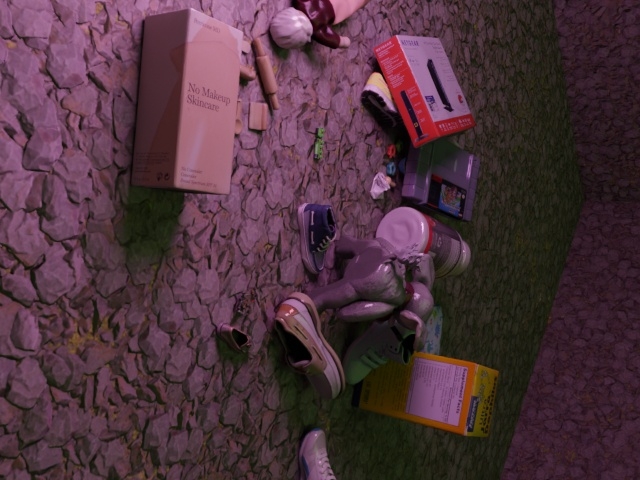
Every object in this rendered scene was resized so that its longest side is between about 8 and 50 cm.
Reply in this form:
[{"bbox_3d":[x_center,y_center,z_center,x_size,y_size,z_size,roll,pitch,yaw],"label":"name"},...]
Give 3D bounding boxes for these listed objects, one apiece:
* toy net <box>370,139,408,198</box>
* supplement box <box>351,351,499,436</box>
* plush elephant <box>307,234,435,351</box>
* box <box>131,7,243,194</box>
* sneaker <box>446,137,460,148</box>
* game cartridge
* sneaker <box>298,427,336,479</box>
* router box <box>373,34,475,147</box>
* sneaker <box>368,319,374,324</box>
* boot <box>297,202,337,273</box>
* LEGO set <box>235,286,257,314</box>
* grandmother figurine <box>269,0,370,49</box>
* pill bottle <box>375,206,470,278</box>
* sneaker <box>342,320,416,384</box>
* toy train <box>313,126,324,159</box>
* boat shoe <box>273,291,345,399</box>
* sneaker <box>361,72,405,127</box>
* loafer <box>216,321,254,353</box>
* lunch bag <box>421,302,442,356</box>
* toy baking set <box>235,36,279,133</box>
[{"bbox_3d":[0.216,-0.207,1.901,0.232,0.045,0.122,-46,131,-42],"label":"toy net"},{"bbox_3d":[0.302,0.427,1.839,0.195,0.356,0.194,25,74,-53],"label":"supplement box"},{"bbox_3d":[0.174,0.136,1.625,0.255,0.330,0.272,51,45,-28],"label":"plush elephant"},{"bbox_3d":[-0.243,-0.244,1.167,0.148,0.121,0.311,2,93,-55],"label":"box"},{"bbox_3d":[0.405,-0.261,2.138,0.095,0.090,0.235,45,56,-37],"label":"sneaker"},{"bbox_3d":[0.393,-0.198,2.028,0.355,0.068,0.230,16,78,-46],"label":"game cartridge"},{"bbox_3d":[-0.003,0.602,1.654,0.087,0.092,0.229,-1,94,-54],"label":"sneaker"},{"bbox_3d":[0.313,-0.441,1.865,0.335,0.082,0.301,-26,93,-56],"label":"router box"},{"bbox_3d":[0.174,0.149,1.844,0.235,0.094,0.153,49,64,-34],"label":"sneaker"},{"bbox_3d":[0.000,0.000,1.581,0.069,0.086,0.190,-38,124,-47],"label":"boot"},{"bbox_3d":[-0.168,0.136,1.419,0.083,0.023,0.054,-27,119,-65],"label":"LEGO set"},{"bbox_3d":[0.003,-0.544,1.512,0.208,0.104,0.342,52,50,-9],"label":"grandmother figurine"},{"bbox_3d":[0.325,0.020,1.942,0.318,0.176,0.176,19,78,-47],"label":"pill bottle"},{"bbox_3d":[0.162,0.316,1.741,0.094,0.151,0.256,31,99,-33],"label":"sneaker"},{"bbox_3d":[-0.005,-0.244,1.603,0.023,0.017,0.083,5,90,-46],"label":"toy train"},{"bbox_3d":[-0.036,0.278,1.558,0.103,0.113,0.302,-43,117,-42],"label":"boat shoe"},{"bbox_3d":[0.191,-0.397,1.812,0.208,0.081,0.094,43,53,-51],"label":"sneaker"},{"bbox_3d":[-0.178,0.218,1.394,0.125,0.039,0.045,47,56,-47],"label":"loafer"},{"bbox_3d":[0.327,0.309,2.093,0.176,0.090,0.219,2,93,-56],"label":"lunch bag"},{"bbox_3d":[-0.164,-0.344,1.346,0.197,0.030,0.256,-39,125,-46],"label":"toy baking set"}]
